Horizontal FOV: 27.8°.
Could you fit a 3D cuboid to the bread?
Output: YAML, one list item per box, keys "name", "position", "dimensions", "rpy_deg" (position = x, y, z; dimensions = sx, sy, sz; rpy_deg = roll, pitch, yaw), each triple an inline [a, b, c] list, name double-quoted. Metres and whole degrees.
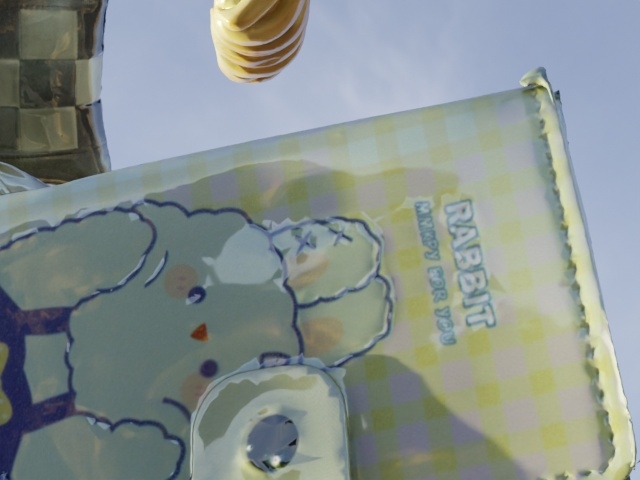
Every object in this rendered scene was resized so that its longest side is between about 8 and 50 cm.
- name: "bread"
  position: [-0.073, -0.303, 1.627]
  dimensions: [0.121, 0.173, 0.311]
  rpy_deg: [3, -8, -2]

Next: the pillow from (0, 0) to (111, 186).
- name: "pillow"
  position: [-0.289, -0.163, 1.255]
  dimensions: [0.186, 0.106, 0.250]
  rpy_deg: [0, -72, -12]

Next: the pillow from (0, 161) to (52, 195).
- name: "pillow"
  position: [-0.203, 0.015, 0.999]
  dimensions: [0.078, 0.144, 0.254]
  rpy_deg: [-44, -1, -8]

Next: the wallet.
- name: "wallet"
  position: [-0.023, 0.046, 0.611]
  dimensions: [0.309, 0.223, 0.077]
  rpy_deg: [-12, -23, 10]
